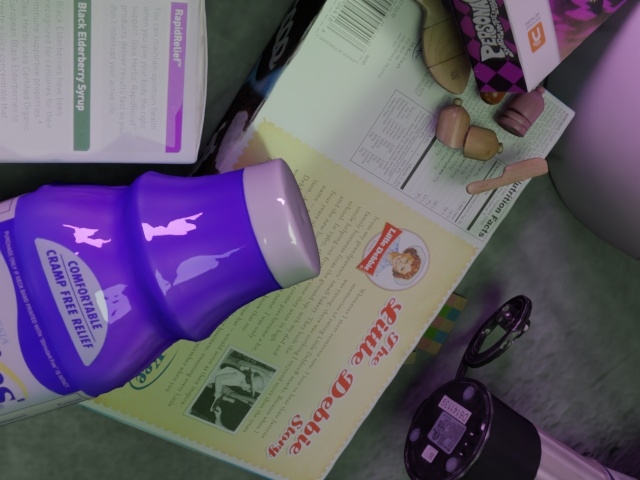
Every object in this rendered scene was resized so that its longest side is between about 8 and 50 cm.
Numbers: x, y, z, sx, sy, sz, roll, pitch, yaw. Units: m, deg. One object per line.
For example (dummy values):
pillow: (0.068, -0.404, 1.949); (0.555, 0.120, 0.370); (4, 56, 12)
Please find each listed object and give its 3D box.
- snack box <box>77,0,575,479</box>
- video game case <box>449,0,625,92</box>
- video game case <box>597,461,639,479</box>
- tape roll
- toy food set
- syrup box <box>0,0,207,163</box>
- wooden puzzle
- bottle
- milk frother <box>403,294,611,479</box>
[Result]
snack box: (0.000, 0.000, 0.570); (0.187, 0.060, 0.322); (29, 99, -26)
video game case: (0.138, -0.230, 0.480); (0.232, 0.042, 0.210); (-41, 124, -28)
video game case: (0.248, 0.331, 0.778); (0.248, 0.035, 0.275); (25, 113, -26)
tape roll: (0.296, -0.080, 0.579); (0.246, 0.169, 0.246); (-7, 114, -16)
toy food set: (0.099, -0.093, 0.524); (0.078, 0.019, 0.122); (-16, 104, -14)
syrup box: (-0.184, -0.095, 0.449); (0.237, 0.093, 0.096); (0, 111, -19)
wooden puzzle: (0.079, 0.056, 0.650); (0.049, 0.006, 0.083); (24, 102, -26)
bottle: (-0.143, 0.030, 0.472); (0.283, 0.092, 0.118); (-17, 100, 8)
milk frother: (0.150, 0.135, 0.639); (0.135, 0.129, 0.143); (35, 103, -24)
